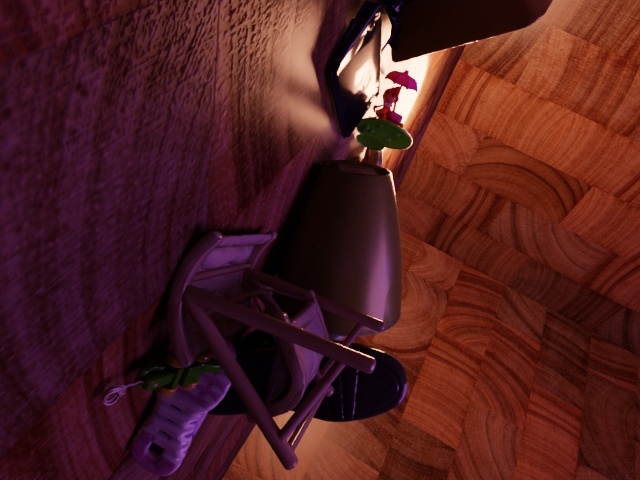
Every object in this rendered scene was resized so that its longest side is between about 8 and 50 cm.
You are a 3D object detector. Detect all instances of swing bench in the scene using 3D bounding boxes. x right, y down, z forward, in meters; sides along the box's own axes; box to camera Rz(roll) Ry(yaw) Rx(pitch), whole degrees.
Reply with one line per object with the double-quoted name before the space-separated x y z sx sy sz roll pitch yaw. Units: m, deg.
"swing bench" -0.060 0.118 0.659 0.165 0.254 0.253 -53 172 8

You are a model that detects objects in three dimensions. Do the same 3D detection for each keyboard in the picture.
"keyboard" 0.081 -0.306 0.819 0.202 0.033 0.317 -55 172 -1

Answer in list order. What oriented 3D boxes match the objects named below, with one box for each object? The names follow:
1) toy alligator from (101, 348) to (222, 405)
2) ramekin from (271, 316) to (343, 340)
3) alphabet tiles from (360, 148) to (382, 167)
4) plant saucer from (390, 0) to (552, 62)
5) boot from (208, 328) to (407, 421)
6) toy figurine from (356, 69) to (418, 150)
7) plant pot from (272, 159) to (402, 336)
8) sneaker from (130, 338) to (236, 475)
"toy alligator" -0.202 0.163 0.606 0.189 0.051 0.056 4 115 -57
"ramekin" 0.004 0.209 1.261 0.303 0.148 0.303 -37 168 -9
"alphabet tiles" 0.110 -0.126 1.247 0.278 0.021 0.284 -83 -171 -48
"plant saucer" 0.277 -0.477 0.795 0.333 0.081 0.332 -58 -150 -8
"boot" -0.034 0.243 0.930 0.284 0.376 0.138 12 73 -86
"toy figurine" 0.159 -0.302 1.074 0.159 0.130 0.173 -69 -166 -10
"plant pot" 0.050 -0.005 0.964 0.275 0.274 0.294 -42 142 -64
"sneaker" -0.203 0.241 0.739 0.237 0.095 0.104 -58 179 12
